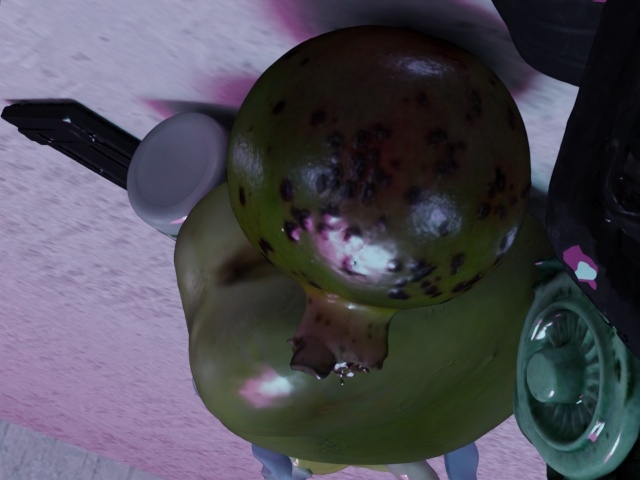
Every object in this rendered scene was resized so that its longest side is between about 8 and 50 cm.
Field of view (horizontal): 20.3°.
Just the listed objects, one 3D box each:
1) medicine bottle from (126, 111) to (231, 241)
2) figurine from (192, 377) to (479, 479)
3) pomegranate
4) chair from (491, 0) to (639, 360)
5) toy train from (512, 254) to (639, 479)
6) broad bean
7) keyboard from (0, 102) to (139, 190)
[{"bbox_3d":[0.000,0.000,0.929,0.092,0.061,0.220,-14,152,29],"label":"medicine bottle"},{"bbox_3d":[0.018,0.108,1.174,0.208,0.128,0.184,13,168,1],"label":"figurine"},{"bbox_3d":[0.025,-0.019,0.684,0.130,0.130,0.130,17,166,4],"label":"pomegranate"},{"bbox_3d":[0.106,-0.033,0.498,0.221,0.145,0.140,8,162,37],"label":"chair"},{"bbox_3d":[0.210,0.127,0.701,0.160,0.253,0.397,5,174,-29],"label":"toy train"},{"bbox_3d":[0.027,0.039,0.869,0.189,0.121,0.263,-26,159,9],"label":"broad bean"},{"bbox_3d":[-0.086,-0.029,1.004,0.061,0.013,0.204,4,161,44],"label":"keyboard"}]
